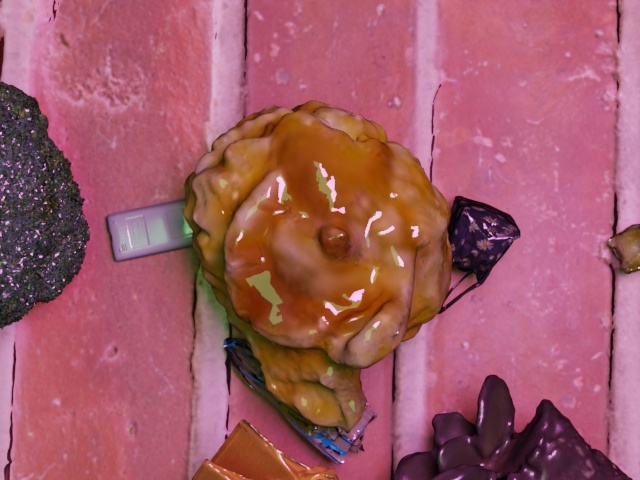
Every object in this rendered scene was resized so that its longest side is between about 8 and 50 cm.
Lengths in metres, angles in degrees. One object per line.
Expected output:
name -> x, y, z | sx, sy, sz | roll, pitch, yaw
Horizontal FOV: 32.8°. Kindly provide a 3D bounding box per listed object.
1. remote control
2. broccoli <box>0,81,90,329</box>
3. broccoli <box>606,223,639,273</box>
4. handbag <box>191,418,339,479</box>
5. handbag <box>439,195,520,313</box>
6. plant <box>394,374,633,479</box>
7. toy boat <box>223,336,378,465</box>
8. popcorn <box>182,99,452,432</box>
remote control -> -0.174, -0.019, 1.298 | 0.162, 0.029, 0.061 | -13, 85, 0
broccoli -> -0.403, -0.031, 1.194 | 0.275, 0.308, 0.308 | -9, 86, 34
broccoli -> 0.483, -0.031, 1.248 | 0.304, 0.165, 0.145 | -20, 94, 10
handbag -> 0.014, 0.389, 1.159 | 0.401, 0.133, 0.283 | 36, 132, 5
handbag -> 0.164, 0.023, 1.258 | 0.072, 0.115, 0.139 | 26, 102, -5
plant -> 0.224, 0.285, 1.190 | 0.276, 0.188, 0.199 | 35, 81, -7
toy boat -> -0.028, 0.173, 1.271 | 0.210, 0.066, 0.084 | 34, 54, 11
popcorn -> 0.006, 0.007, 1.188 | 0.335, 0.274, 0.279 | 50, 59, -4
